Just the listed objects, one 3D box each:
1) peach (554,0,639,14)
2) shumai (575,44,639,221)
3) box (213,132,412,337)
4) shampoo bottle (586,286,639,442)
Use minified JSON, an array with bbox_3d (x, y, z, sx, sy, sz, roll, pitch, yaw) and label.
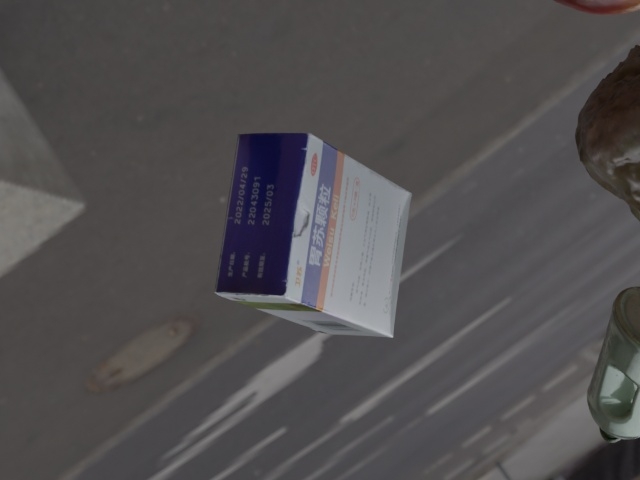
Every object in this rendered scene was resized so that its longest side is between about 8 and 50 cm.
[{"bbox_3d":[0.390,-0.430,1.876,0.245,0.248,0.275,-38,-164,-21],"label":"peach"},{"bbox_3d":[0.379,-0.038,0.983,0.346,0.283,0.217,-19,-162,5],"label":"shumai"},{"bbox_3d":[0.000,0.000,1.693,0.106,0.200,0.299,2,168,28],"label":"box"},{"bbox_3d":[0.405,0.181,1.773,0.087,0.118,0.234,-3,133,-9],"label":"shampoo bottle"}]
